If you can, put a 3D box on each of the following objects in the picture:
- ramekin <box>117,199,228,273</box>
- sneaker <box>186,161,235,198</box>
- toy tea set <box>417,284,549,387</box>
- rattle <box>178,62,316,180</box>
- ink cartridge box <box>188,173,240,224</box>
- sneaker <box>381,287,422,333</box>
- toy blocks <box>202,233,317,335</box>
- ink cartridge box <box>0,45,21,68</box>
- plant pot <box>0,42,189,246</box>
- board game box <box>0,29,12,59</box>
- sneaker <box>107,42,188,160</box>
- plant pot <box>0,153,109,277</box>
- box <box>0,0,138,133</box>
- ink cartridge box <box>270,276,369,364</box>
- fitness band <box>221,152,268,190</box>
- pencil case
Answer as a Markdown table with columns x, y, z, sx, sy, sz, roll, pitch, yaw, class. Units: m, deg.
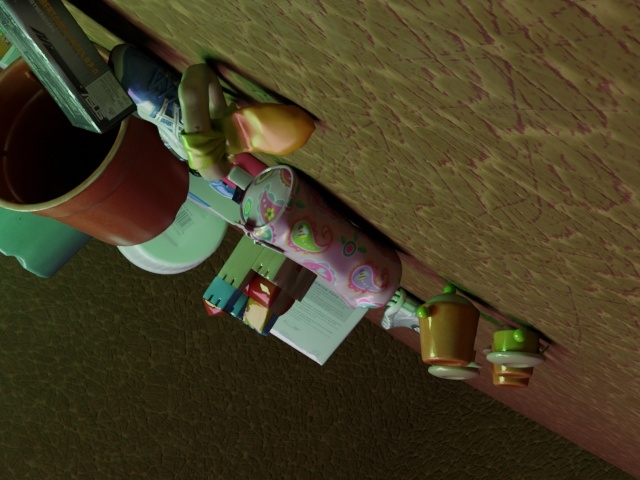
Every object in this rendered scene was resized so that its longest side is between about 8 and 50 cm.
| x | y | z | sx | sy | sz | roll | pitch | yaw | class |
| --- | --- | --- | --- | --- | --- | --- | --- | --- | --- |
| -0.343 | -0.060 | 2.152 | 0.277 | 0.277 | 0.135 | 34 | 168 | -15 | ramekin |
| -0.199 | -0.128 | 1.759 | 0.152 | 0.058 | 0.084 | 40 | -177 | -6 | sneaker |
| 0.266 | 0.157 | 1.519 | 0.200 | 0.124 | 0.336 | 2 | 164 | 11 | toy tea set |
| -0.079 | -0.143 | 1.023 | 0.130 | 0.143 | 0.200 | 65 | -170 | -3 | rattle |
| -0.246 | -0.117 | 1.995 | 0.148 | 0.086 | 0.203 | 35 | 176 | -24 | ink cartridge box |
| 0.208 | 0.179 | 2.049 | 0.132 | 0.086 | 0.228 | 30 | 174 | 10 | sneaker |
| -0.100 | 0.070 | 1.886 | 0.191 | 0.260 | 0.381 | 32 | 175 | 15 | toy blocks |
| -0.620 | -0.376 | 1.909 | 0.127 | 0.072 | 0.175 | 32 | 175 | 22 | ink cartridge box |
| -0.349 | -0.125 | 1.446 | 0.272 | 0.272 | 0.265 | 30 | 173 | 27 | plant pot |
| -0.569 | -0.276 | 1.466 | 0.124 | 0.259 | 0.039 | 30 | 174 | 35 | board game box |
| -0.188 | -0.181 | 1.187 | 0.081 | 0.080 | 0.211 | -4 | 151 | 31 | sneaker |
| -0.493 | -0.132 | 1.734 | 0.341 | 0.334 | 0.341 | 40 | 175 | 4 | plant pot |
| -0.320 | -0.235 | 1.086 | 0.231 | 0.056 | 0.183 | 56 | 166 | -21 | box |
| -0.039 | 0.102 | 2.251 | 0.309 | 0.272 | 0.130 | 34 | -157 | -11 | ink cartridge box |
| -0.117 | -0.102 | 1.569 | 0.291 | 0.054 | 0.209 | 37 | 177 | -28 | fitness band |
| 0.000 | 0.000 | 1.400 | 0.284 | 0.124 | 0.124 | 36 | 175 | -37 | pencil case |
